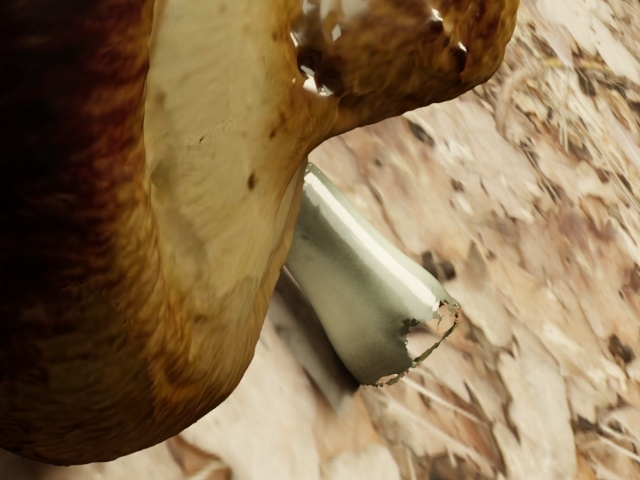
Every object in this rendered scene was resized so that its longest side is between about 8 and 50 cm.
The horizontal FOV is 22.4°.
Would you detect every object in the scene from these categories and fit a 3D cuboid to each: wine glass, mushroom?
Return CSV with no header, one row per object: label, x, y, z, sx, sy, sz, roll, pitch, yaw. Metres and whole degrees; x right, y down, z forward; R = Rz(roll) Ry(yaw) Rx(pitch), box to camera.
wine glass,0.000,0.000,0.844,0.155,0.072,0.072,51,30,-9
mushroom,-0.080,-0.087,0.602,0.345,0.239,0.345,40,42,-48
